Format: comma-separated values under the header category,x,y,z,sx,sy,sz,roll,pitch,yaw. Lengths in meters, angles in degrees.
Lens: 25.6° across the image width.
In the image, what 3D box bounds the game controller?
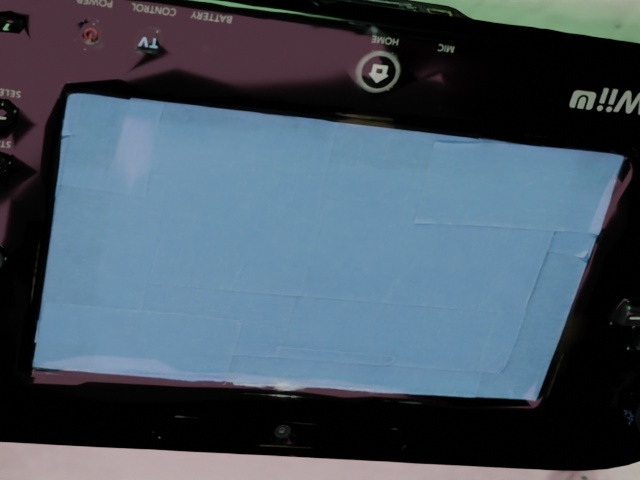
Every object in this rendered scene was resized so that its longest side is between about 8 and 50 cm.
category,x,y,z,sx,sy,sz,roll,pitch,yaw
game controller,0.000,0.000,0.456,0.319,0.067,0.166,5,130,-15
